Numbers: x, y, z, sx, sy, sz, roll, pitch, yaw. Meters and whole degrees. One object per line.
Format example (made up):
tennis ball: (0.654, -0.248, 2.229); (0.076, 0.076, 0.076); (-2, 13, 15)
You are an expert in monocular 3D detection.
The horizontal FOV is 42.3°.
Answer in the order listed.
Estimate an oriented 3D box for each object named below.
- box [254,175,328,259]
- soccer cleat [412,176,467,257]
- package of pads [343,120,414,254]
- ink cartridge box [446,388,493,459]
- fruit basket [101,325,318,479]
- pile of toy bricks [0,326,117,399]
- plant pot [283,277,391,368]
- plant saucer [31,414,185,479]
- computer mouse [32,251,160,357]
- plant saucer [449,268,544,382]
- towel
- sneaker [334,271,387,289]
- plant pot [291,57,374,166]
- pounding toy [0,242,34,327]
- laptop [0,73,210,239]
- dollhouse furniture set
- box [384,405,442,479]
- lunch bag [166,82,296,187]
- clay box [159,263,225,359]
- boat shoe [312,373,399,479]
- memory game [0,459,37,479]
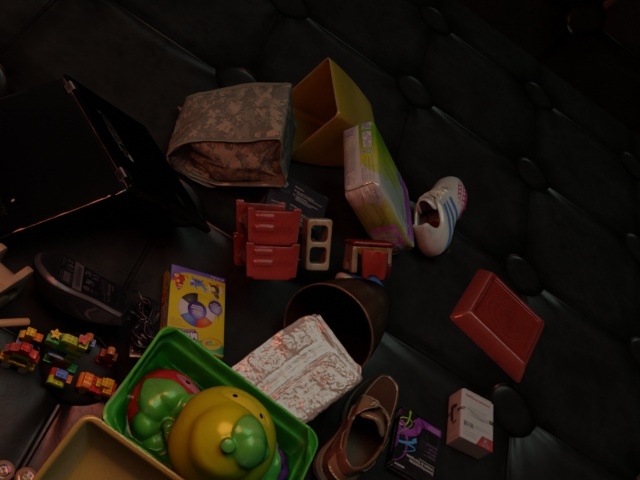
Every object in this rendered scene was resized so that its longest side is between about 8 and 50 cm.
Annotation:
box: (-0.079, -0.062, 2.003); (0.156, 0.093, 0.158); (29, 45, -17)
soccer cleat: (0.330, -0.099, 2.311); (0.143, 0.116, 0.331); (56, 35, -31)
package of pads: (0.148, -0.124, 2.129); (0.296, 0.101, 0.229); (55, 26, -46)
ink cartridge box: (0.356, 0.435, 1.967); (0.099, 0.056, 0.135); (29, 44, -17)
fruit basket: (-0.175, 0.326, 1.415); (0.392, 0.392, 0.283); (38, 42, -7)
pile of toy bricks: (-0.452, 0.200, 1.491); (0.212, 0.105, 0.118); (25, 45, -20)
plant pot: (0.066, 0.171, 1.869); (0.215, 0.215, 0.230); (51, 29, 8)
plant saucer: (-0.333, 0.490, 1.277); (0.333, 0.081, 0.332); (39, 76, -9)
computer mouse: (-0.437, 0.121, 1.577); (0.272, 0.072, 0.188); (34, 18, -21)
plant saucer: (0.500, 0.218, 2.264); (0.259, 0.048, 0.258); (43, 42, 0)
towel: (-0.064, 0.288, 1.694); (0.282, 0.049, 0.187); (-35, 81, -23)
sneaker: (0.103, 0.101, 2.037); (0.152, 0.058, 0.084); (31, 49, -20)
plant pot: (0.032, -0.320, 2.227); (0.187, 0.212, 0.212); (23, 45, -36)
pounding toy: (-0.586, 0.132, 1.426); (0.155, 0.154, 0.269); (41, 23, -3)
laptop: (-0.502, -0.135, 1.716); (0.408, 0.236, 0.382); (33, 17, -54)
dollhouse furniture set: (0.000, 0.000, 1.838); (0.374, 0.201, 0.152); (2, 97, -16)
box: (0.210, 0.465, 1.852); (0.116, 0.029, 0.162); (32, 44, -13)
lunch bag: (-0.214, -0.252, 1.983); (0.287, 0.169, 0.235); (1, 44, 5)
clay box: (-0.263, 0.165, 1.706); (0.127, 0.053, 0.222); (17, 47, -26)
boat shoe: (0.103, 0.397, 1.756); (0.123, 0.116, 0.324); (40, 42, -5)
memory game: (-0.512, 0.440, 1.321); (0.186, 0.012, 0.186); (21, 46, -24)
